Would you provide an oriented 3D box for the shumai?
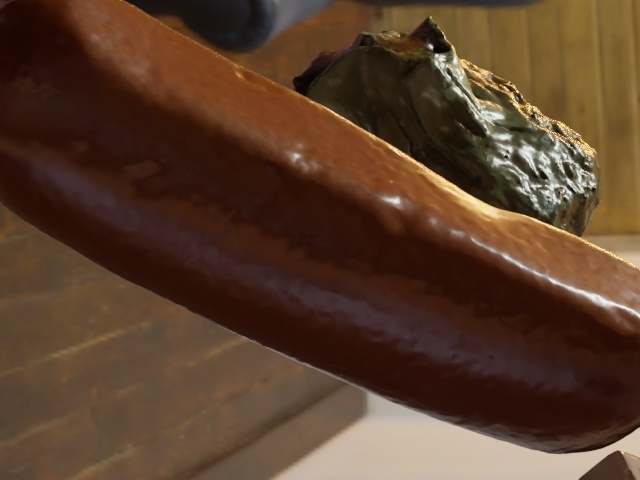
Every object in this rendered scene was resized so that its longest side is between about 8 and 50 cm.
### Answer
[{"bbox_3d":[0.099,-0.084,1.097,0.218,0.189,0.256,53,27,-21],"label":"shumai"}]

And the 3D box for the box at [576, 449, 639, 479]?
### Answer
[{"bbox_3d":[0.310,0.298,1.001,0.333,0.145,0.173,24,30,-31],"label":"box"}]

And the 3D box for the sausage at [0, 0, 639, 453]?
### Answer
[{"bbox_3d":[0.000,0.001,0.575,0.097,0.348,0.094,-60,-176,41],"label":"sausage"}]
